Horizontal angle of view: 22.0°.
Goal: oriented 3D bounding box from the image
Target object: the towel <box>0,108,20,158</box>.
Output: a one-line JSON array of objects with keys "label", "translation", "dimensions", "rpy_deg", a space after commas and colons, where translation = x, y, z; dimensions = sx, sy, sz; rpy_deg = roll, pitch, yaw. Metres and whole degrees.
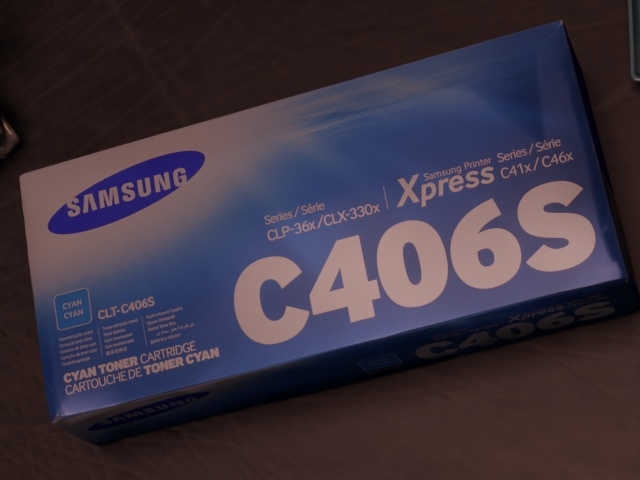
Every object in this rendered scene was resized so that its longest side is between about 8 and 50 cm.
[{"label": "towel", "translation": [-0.354, -0.047, 1.120], "dimensions": [0.282, 0.049, 0.187], "rpy_deg": [-42, 66, 1]}]

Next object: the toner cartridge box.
[{"label": "toner cartridge box", "translation": [0.000, 0.000, 0.985], "dimensions": [0.348, 0.075, 0.165], "rpy_deg": [-16, 68, 11]}]

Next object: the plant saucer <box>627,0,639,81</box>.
[{"label": "plant saucer", "translation": [0.220, -0.186, 1.011], "dimensions": [0.067, 0.018, 0.192], "rpy_deg": [-4, 73, 15]}]
